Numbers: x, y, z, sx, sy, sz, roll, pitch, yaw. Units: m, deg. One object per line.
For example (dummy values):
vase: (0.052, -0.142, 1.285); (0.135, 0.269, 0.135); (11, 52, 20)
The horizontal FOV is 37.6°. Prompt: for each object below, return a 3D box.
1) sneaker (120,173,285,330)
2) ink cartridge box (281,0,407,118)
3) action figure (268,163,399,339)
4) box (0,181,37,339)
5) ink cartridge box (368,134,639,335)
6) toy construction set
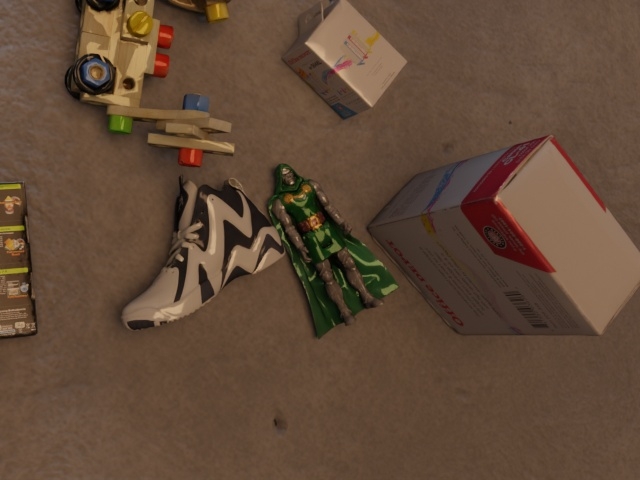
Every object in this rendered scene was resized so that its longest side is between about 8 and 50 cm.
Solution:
sneaker: (-0.168, 0.002, 1.168); (0.235, 0.094, 0.153); (-30, 98, -23)
ink cartridge box: (0.025, -0.250, 1.272); (0.143, 0.092, 0.090); (41, 72, -15)
action figure: (0.000, 0.000, 1.265); (0.137, 0.063, 0.232); (-33, 97, -20)
box: (-0.429, 0.029, 1.074); (0.191, 0.045, 0.184); (-6, 87, -24)
ink cartridge box: (0.235, 0.007, 1.234); (0.131, 0.306, 0.226); (-47, 105, -21)
toy construction set: (-0.190, -0.244, 1.153); (0.215, 0.151, 0.327); (8, 73, -24)
